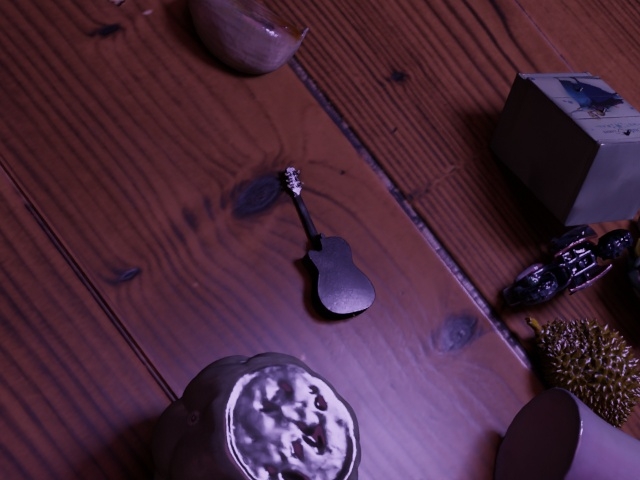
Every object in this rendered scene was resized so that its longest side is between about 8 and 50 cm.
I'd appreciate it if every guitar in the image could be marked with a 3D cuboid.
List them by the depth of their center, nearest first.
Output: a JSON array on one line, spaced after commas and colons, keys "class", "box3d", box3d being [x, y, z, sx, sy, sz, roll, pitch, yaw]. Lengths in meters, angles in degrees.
[{"class": "guitar", "box3d": [0.000, 0.000, 1.804, 0.088, 0.025, 0.233, -11, 69, -32]}]

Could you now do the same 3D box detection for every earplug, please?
[{"class": "earplug", "box3d": [0.404, 0.335, 1.761, 0.301, 0.172, 0.172, 28, 53, -20]}]

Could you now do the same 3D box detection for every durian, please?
[{"class": "durian", "box3d": [0.380, 0.166, 1.873, 0.208, 0.102, 0.146, 39, 57, 1]}]

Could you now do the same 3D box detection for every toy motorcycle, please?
[{"class": "toy motorcycle", "box3d": [0.354, 0.038, 1.931, 0.213, 0.122, 0.082, -27, 90, -24]}]

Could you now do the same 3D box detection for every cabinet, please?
[{"class": "cabinet", "box3d": [0.386, -0.147, 1.976, 0.145, 0.150, 0.206, -6, 41, -31]}]

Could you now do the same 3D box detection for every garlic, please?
[{"class": "garlic", "box3d": [-0.123, -0.317, 1.895, 0.198, 0.090, 0.128, 28, 38, -4]}]

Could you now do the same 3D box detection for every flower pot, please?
[{"class": "flower pot", "box3d": [-0.075, 0.251, 1.513, 0.246, 0.195, 0.246, 14, 57, -23]}]

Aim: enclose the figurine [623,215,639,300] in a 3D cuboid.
[{"class": "figurine", "box3d": [0.619, 0.002, 2.018, 0.382, 0.261, 0.186, -31, 109, -28]}]
